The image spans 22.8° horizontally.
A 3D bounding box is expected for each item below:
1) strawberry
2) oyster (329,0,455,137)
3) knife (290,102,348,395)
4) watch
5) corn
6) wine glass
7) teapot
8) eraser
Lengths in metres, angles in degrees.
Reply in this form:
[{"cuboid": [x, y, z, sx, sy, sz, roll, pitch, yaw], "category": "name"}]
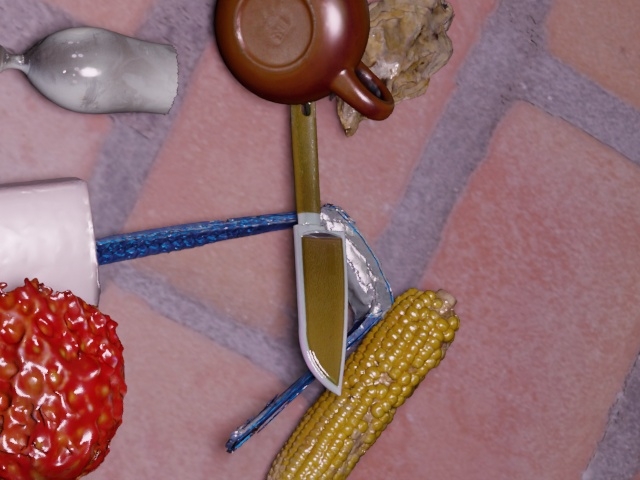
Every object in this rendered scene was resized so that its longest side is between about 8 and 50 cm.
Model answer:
[{"cuboid": [-0.289, 0.173, 1.559, 0.234, 0.234, 0.178, 3, 45, -25], "category": "strawberry"}, {"cuboid": [0.086, -0.220, 1.830, 0.209, 0.072, 0.133, -28, 105, -24], "category": "oyster"}, {"cuboid": [0.001, 0.000, 1.738, 0.061, 0.027, 0.343, 4, 74, -22], "category": "knife"}, {"cuboid": [-0.079, 0.045, 1.751, 0.274, 0.068, 0.276, -38, 94, -22], "category": "watch"}, {"cuboid": [0.051, 0.178, 1.805, 0.097, 0.097, 0.320, 44, 75, -19], "category": "corn"}, {"cuboid": [-0.252, -0.179, 1.658, 0.202, 0.093, 0.093, 6, 88, -24], "category": "wine glass"}, {"cuboid": [-0.008, -0.227, 1.739, 0.252, 0.178, 0.135, 45, 29, 7], "category": "teapot"}, {"cuboid": [-0.365, 0.034, 1.604, 0.270, 0.095, 0.174, -7, 99, -26], "category": "eraser"}]
